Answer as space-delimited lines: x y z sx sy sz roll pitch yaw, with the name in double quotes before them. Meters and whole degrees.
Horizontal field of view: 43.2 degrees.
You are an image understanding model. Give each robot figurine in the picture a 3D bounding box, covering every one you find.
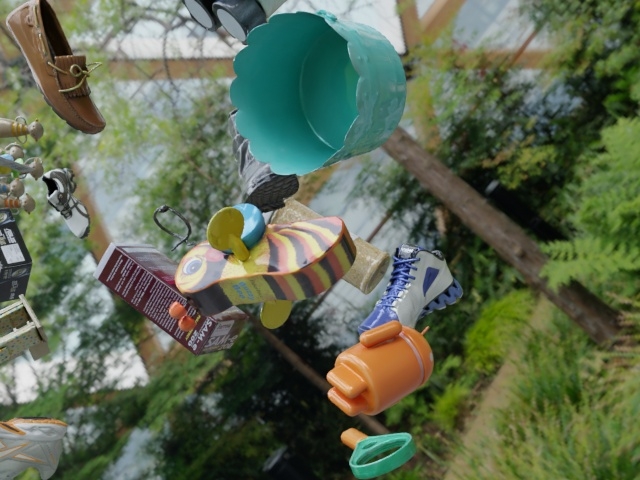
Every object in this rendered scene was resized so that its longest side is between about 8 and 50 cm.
"robot figurine" 0.115 0.231 1.467 0.219 0.158 0.128 -24 -1 -31

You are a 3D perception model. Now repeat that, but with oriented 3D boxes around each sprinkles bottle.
"sprinkles bottle" 0.000 0.000 2.046 0.121 0.355 0.121 -51 -19 -24

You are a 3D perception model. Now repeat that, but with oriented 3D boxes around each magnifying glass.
"magnifying glass" 0.069 0.293 1.144 0.092 0.026 0.231 -25 -1 -13

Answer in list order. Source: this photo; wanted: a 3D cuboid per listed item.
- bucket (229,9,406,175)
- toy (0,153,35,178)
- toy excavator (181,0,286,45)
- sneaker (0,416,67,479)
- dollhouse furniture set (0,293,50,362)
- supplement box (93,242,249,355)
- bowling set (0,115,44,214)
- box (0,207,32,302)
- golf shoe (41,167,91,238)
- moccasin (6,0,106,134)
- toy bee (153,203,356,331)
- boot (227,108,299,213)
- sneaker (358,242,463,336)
"bucket" 0.000 -0.257 1.394 0.183 0.281 0.281 -18 -30 -52
"toy" -0.677 -0.187 1.541 0.237 0.136 0.056 29 -115 -46
"toy excavator" -0.258 -0.658 1.606 0.222 0.433 0.445 -45 -48 -13
"sneaker" -0.566 0.365 1.377 0.099 0.262 0.121 -9 75 59
"dollhouse furniture set" -0.619 0.224 1.557 0.181 0.101 0.161 -28 -33 -23
"supplement box" -0.254 0.096 1.385 0.073 0.239 0.130 -59 -18 9
"bowling set" -0.852 -0.182 2.202 0.200 0.154 0.287 -91 5 -69
"box" -0.779 0.036 1.978 0.077 0.180 0.147 -12 -33 -37
"golf shoe" -0.673 -0.092 2.122 0.077 0.198 0.094 -26 -5 30
"moccasin" -0.673 -0.459 2.137 0.147 0.380 0.139 -26 0 20
"toy bee" -0.107 0.049 1.015 0.298 0.195 0.162 -17 39 44
"boot" -0.141 -0.180 1.687 0.118 0.223 0.338 -15 -4 -13
"sneaker" 0.202 0.111 1.967 0.315 0.182 0.127 -31 21 -32
